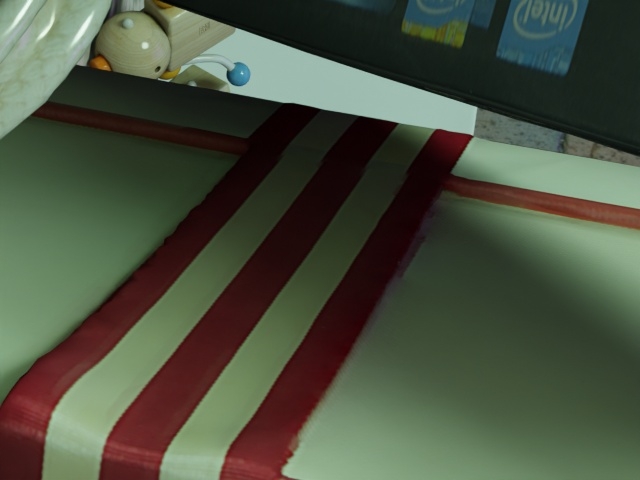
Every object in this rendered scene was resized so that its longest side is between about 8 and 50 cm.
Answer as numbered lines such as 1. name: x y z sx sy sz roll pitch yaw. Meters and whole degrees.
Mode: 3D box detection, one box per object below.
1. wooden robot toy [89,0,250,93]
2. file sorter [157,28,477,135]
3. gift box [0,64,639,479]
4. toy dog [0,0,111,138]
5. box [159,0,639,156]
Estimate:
1. wooden robot toy: -0.084 -0.101 0.890 0.079 0.076 0.173 -41 159 -25
2. file sorter: -0.014 -0.019 1.184 0.173 0.193 0.277 102 -3 -73
3. gift box: -0.031 0.110 0.503 0.258 0.255 0.276 -55 159 -66
4. toy dog: -0.025 -0.156 0.345 0.334 0.161 0.220 -23 -153 42
5. box: 0.111 -0.172 0.413 0.395 0.097 0.318 26 -79 52
